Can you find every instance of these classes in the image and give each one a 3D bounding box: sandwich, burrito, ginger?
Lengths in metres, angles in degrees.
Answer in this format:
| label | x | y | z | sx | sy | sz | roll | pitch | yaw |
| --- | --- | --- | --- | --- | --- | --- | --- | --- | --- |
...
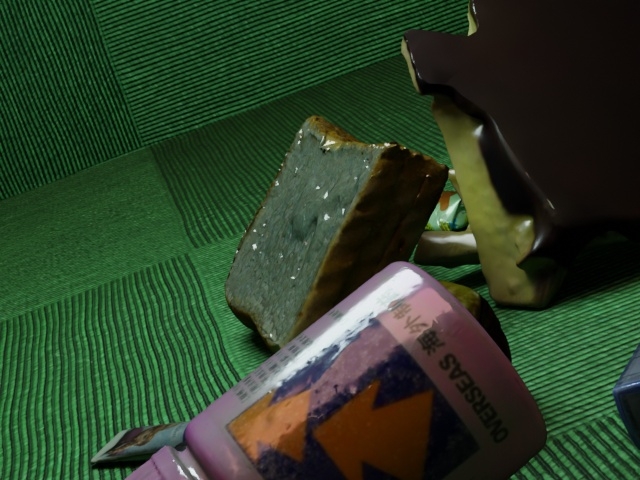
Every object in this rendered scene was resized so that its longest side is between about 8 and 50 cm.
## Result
| label | x | y | z | sx | sy | sz | roll | pitch | yaw |
| --- | --- | --- | --- | --- | --- | --- | --- | --- | --- |
| sandwich | 0.000 | 0.000 | 1.490 | 0.271 | 0.099 | 0.301 | -59 | 22 | 0 |
| burrito | 0.112 | -0.039 | 1.798 | 0.104 | 0.054 | 0.288 | -29 | 21 | -25 |
| ginger | 0.268 | -0.127 | 1.515 | 0.413 | 0.358 | 0.211 | -43 | -13 | -21 |

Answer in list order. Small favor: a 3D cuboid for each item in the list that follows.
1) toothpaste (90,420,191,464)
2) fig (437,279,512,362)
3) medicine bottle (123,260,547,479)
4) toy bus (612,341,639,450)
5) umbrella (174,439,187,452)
| label | x | y | z | sx | sy | sz | roll | pitch | yaw |
| --- | --- | --- | --- | --- | --- | --- | --- | --- | --- |
| toothpaste | -0.150 | 0.206 | 1.331 | 0.216 | 0.037 | 0.062 | -12 | 19 | 39 |
| fig | 0.090 | 0.115 | 1.185 | 0.166 | 0.144 | 0.154 | -37 | 23 | -12 |
| medicine bottle | 0.002 | 0.166 | 0.938 | 0.291 | 0.178 | 0.178 | -37 | 20 | -9 |
| toy bus | 0.323 | 0.089 | 1.107 | 0.094 | 0.079 | 0.236 | -10 | 19 | 33 |
| umbrella | -0.011 | 0.158 | 1.233 | 0.326 | 0.090 | 0.094 | -29 | -3 | -30 |
